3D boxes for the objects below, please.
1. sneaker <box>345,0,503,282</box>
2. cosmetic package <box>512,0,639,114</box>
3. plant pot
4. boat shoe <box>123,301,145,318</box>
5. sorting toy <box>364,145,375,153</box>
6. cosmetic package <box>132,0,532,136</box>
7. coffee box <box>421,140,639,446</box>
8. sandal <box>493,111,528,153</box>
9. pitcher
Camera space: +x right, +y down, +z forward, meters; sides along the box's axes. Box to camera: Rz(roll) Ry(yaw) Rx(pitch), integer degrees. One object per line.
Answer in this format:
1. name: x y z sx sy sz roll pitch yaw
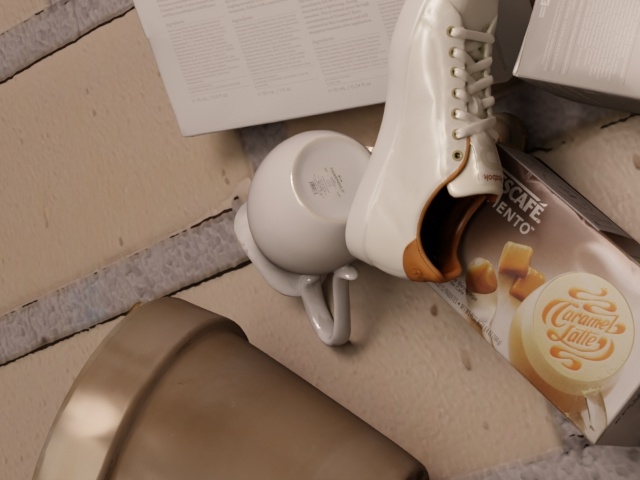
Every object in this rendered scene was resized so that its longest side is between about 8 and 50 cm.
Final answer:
1. sneaker: 0.119 -0.102 1.299 0.123 0.106 0.290 25 107 39
2. cosmetic package: 0.298 -0.149 1.280 0.238 0.127 0.107 20 94 37
3. plant pot: -0.063 0.242 1.397 0.280 0.323 0.323 17 93 19
4. boat shoe: -0.212 0.231 1.605 0.110 0.121 0.341 20 100 -2
5. sorting toy: 0.048 -0.052 1.495 0.083 0.045 0.075 12 97 37
6. cosmetic package: -0.011 -0.266 1.456 0.377 0.097 0.284 -6 114 34
7. coffee box: 0.208 0.043 1.330 0.246 0.098 0.141 46 109 31
8. sandal: 0.120 -0.045 1.435 0.072 0.049 0.180 47 110 31
9. pitcher: 0.000 0.000 1.443 0.178 0.125 0.207 61 158 9
